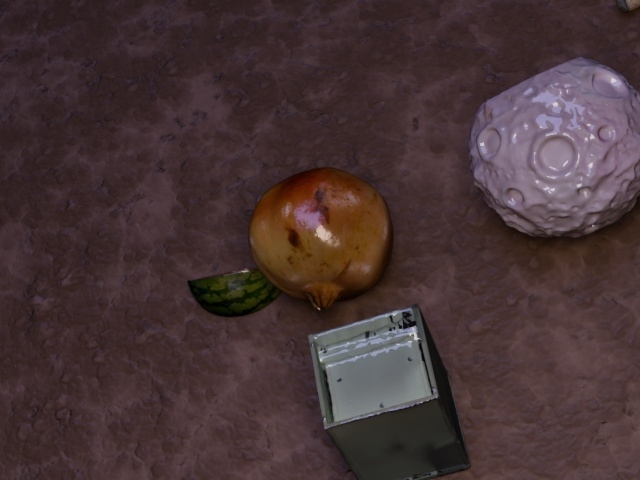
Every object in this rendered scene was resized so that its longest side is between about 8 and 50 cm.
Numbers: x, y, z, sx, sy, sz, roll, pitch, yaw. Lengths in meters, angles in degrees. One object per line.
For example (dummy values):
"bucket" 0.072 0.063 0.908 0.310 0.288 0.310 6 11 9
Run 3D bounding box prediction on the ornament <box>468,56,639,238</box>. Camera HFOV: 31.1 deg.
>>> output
"ornament" 0.332 -0.119 1.571 0.259 0.259 0.225 -24 91 2

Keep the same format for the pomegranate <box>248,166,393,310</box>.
"pomegranate" 0.002 -0.005 1.644 0.209 0.209 0.209 -9 54 13

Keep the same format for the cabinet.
"cabinet" 0.088 0.200 1.459 0.145 0.206 0.150 -16 53 8

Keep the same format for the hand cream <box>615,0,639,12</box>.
"hand cream" 0.560 -0.422 1.815 0.203 0.084 0.084 -29 52 7

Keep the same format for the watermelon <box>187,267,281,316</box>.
"watermelon" -0.127 0.080 1.724 0.163 0.087 0.069 -9 91 16
